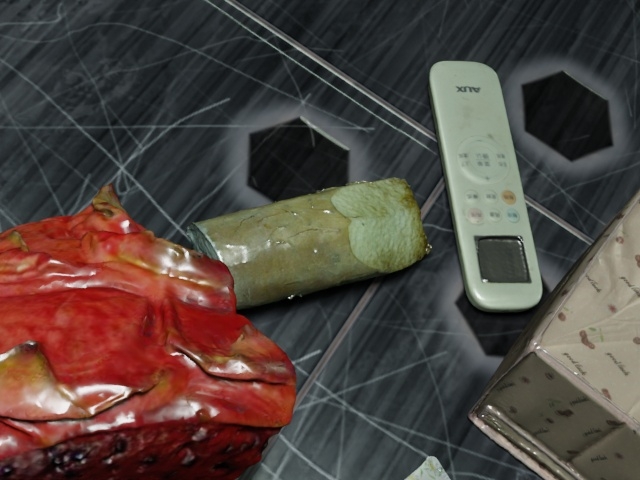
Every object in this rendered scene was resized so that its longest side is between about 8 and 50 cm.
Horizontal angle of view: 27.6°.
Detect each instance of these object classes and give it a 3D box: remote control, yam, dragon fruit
[{"bbox_3d":[0.177,-0.062,1.437,0.090,0.038,0.309,2,63,-16],"label":"remote control"},{"bbox_3d":[0.000,0.000,1.314,0.259,0.106,0.106,-15,68,-22],"label":"yam"},{"bbox_3d":[-0.212,0.056,1.104,0.286,0.228,0.329,14,50,-37],"label":"dragon fruit"}]

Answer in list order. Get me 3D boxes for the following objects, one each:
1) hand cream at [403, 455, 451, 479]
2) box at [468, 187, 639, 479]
[{"bbox_3d":[0.058,0.272,1.219,0.194,0.042,0.067,-28,73,-32],"label":"hand cream"},{"bbox_3d":[0.334,0.109,1.308,0.225,0.190,0.297,38,58,6],"label":"box"}]
